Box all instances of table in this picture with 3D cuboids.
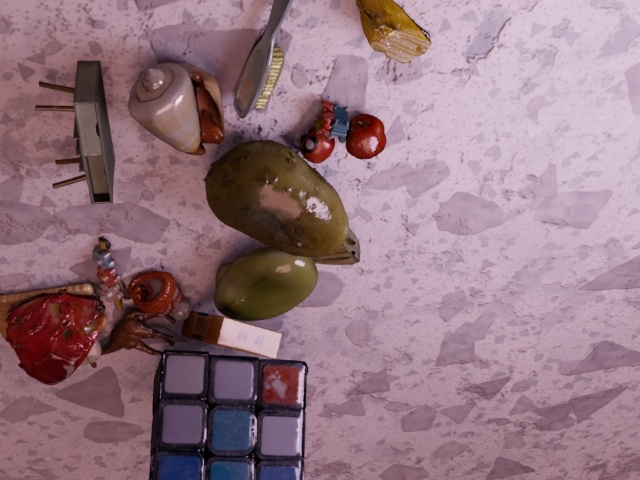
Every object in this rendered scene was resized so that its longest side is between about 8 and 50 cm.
[{"bbox_3d":[-0.443,-0.192,1.589,0.111,0.122,0.240,-3,137,-8],"label":"table"}]

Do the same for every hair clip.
[{"bbox_3d":[-0.467,0.082,1.931,0.062,0.056,0.214,17,143,21],"label":"hair clip"}]

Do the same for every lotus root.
[{"bbox_3d":[0.000,-0.004,1.903,0.144,0.070,0.143,-9,143,22],"label":"lotus root"}]

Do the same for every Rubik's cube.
[{"bbox_3d":[-0.229,0.469,2.094,0.358,0.362,0.363,1,162,-10],"label":"Rubik's cube"}]

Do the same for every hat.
[{"bbox_3d":[-0.353,0.135,2.000,0.112,0.094,0.162,-14,156,20],"label":"hat"}]

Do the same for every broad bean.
[{"bbox_3d":[-0.121,0.097,1.916,0.263,0.121,0.189,-24,131,40],"label":"broad bean"}]

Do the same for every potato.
[{"bbox_3d":[-0.077,-0.080,1.719,0.307,0.173,0.210,32,128,-25],"label":"potato"}]

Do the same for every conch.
[{"bbox_3d":[-0.263,-0.245,1.588,0.158,0.127,0.255,-39,161,-10],"label":"conch"}]

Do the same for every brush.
[{"bbox_3d":[-0.081,-0.340,1.544,0.060,0.068,0.297,-5,139,-33],"label":"brush"}]

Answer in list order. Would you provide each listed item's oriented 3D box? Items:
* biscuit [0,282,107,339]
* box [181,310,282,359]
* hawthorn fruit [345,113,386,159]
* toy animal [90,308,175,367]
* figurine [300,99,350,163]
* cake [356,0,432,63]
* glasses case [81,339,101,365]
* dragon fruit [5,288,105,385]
[{"bbox_3d":[-0.628,0.164,2.007,0.249,0.030,0.160,-9,138,0],"label":"biscuit"},{"bbox_3d":[-0.209,0.216,2.011,0.152,0.070,0.237,18,173,-26],"label":"box"},{"bbox_3d":[0.085,-0.204,1.698,0.093,0.093,0.093,-5,137,-4],"label":"hawthorn fruit"},{"bbox_3d":[-0.464,0.243,2.094,0.229,0.066,0.224,10,131,-3],"label":"toy animal"},{"bbox_3d":[0.008,-0.205,1.697,0.075,0.068,0.140,9,141,-22],"label":"figurine"},{"bbox_3d":[0.114,-0.384,1.543,0.079,0.116,0.184,-38,162,33],"label":"cake"},{"bbox_3d":[-0.619,0.266,2.083,0.204,0.051,0.081,-12,110,15],"label":"glasses case"},{"bbox_3d":[-0.596,0.218,1.947,0.261,0.189,0.163,-38,155,19],"label":"dragon fruit"}]
